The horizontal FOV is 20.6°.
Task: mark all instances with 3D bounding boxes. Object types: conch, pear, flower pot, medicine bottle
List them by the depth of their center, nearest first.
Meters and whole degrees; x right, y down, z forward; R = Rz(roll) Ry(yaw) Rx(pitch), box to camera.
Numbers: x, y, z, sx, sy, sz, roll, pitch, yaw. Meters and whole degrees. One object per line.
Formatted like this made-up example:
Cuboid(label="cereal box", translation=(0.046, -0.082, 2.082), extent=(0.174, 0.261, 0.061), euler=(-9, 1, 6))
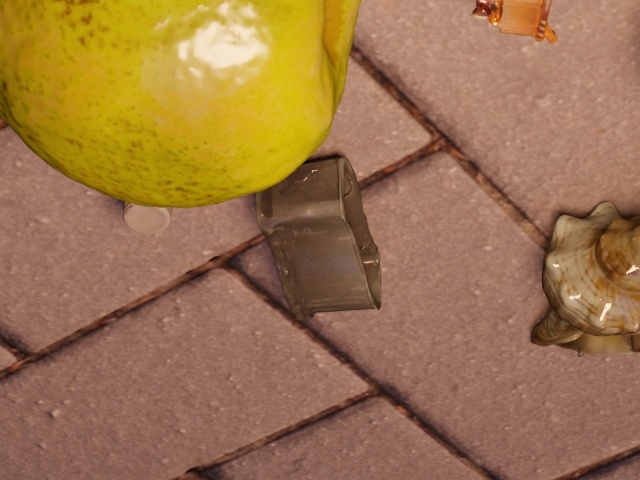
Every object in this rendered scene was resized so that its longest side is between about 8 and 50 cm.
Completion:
Cuboid(label="pear", translation=(-0.152, -0.216, 1.645), extent=(0.391, 0.391, 0.391), euler=(0, 138, 0))
Cuboid(label="medicine bottle", translation=(-0.197, -0.056, 2.020), extent=(0.057, 0.089, 0.057), euler=(1, 139, 0))
Cuboid(label="flower pot", translation=(0.000, 0.000, 2.071), extent=(0.108, 0.103, 0.229), euler=(-8, 138, 11))
Cuboid(label="conch", translation=(0.353, 0.049, 2.100), extent=(0.203, 0.169, 0.386), euler=(29, 170, 1))

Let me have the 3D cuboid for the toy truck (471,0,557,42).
Cuboid(label="toy truck", translation=(0.201, -0.326, 1.699), extent=(0.135, 0.114, 0.270), euler=(5, 138, 0))
